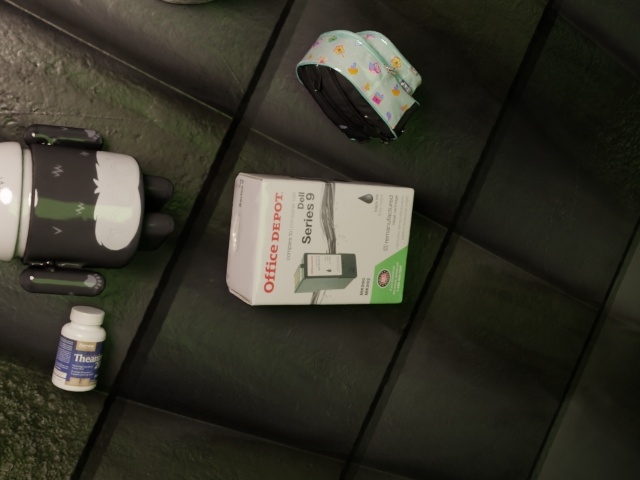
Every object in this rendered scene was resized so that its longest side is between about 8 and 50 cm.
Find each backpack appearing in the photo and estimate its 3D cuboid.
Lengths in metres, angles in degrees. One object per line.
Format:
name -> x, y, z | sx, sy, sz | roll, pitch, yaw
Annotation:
backpack -> 0.060, -0.264, 1.156 | 0.188, 0.166, 0.144 | 35, 82, -31

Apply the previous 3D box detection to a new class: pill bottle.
pill bottle -> -0.368, 0.165, 1.076 | 0.067, 0.067, 0.120 | 10, 95, -28

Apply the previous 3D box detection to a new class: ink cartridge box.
ink cartridge box -> 0.000, 0.000, 1.202 | 0.289, 0.121, 0.211 | 1, 99, -27

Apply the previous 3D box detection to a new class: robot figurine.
robot figurine -> -0.353, -0.046, 0.987 | 0.278, 0.209, 0.173 | 4, 120, -28

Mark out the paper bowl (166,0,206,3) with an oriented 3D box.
paper bowl -> -0.185, -0.493, 0.998 | 0.284, 0.148, 0.284 | -5, 101, -26
